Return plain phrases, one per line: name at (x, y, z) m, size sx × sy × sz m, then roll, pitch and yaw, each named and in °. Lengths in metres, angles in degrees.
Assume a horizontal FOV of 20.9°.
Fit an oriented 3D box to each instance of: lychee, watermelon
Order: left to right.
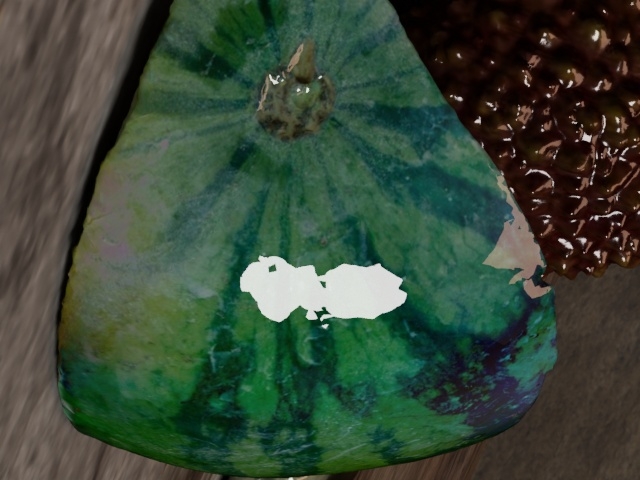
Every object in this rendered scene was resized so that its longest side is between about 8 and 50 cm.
watermelon at (0.006, 0.019, 0.572) m, size 0.128 × 0.146 × 0.231 m, roll -59°, pitch 169°, yaw -29°
lychee at (0.107, -0.067, 0.793) m, size 0.188 × 0.188 × 0.188 m, roll -60°, pitch 167°, yaw -23°

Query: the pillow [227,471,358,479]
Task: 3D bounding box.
pillow at (-0.003, 0.117, 0.981) m, size 0.148 × 0.050 × 0.229 m, roll -57°, pitch 167°, yaw 2°
